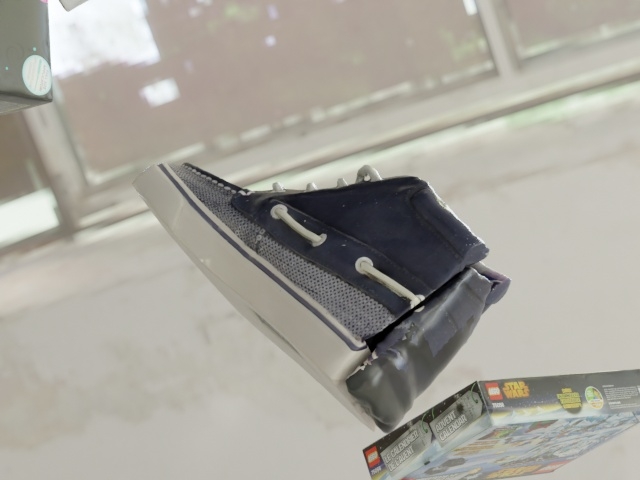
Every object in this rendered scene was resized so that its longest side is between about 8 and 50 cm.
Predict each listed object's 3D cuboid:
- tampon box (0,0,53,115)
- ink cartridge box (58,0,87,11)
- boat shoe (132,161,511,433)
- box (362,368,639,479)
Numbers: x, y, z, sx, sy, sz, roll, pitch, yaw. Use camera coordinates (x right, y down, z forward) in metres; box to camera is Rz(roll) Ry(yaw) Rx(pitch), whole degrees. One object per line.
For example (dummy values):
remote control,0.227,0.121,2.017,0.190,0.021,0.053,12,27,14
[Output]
tampon box,-0.315,-0.173,1.568,0.101,0.120,0.161,-10,170,40
ink cartridge box,-0.113,-0.340,1.534,0.306,0.131,0.226,-29,-152,4
boat shoe,0.000,0.000,1.448,0.158,0.127,0.340,-44,-131,-7
box,0.102,0.099,0.985,0.137,0.027,0.094,0,153,-42
